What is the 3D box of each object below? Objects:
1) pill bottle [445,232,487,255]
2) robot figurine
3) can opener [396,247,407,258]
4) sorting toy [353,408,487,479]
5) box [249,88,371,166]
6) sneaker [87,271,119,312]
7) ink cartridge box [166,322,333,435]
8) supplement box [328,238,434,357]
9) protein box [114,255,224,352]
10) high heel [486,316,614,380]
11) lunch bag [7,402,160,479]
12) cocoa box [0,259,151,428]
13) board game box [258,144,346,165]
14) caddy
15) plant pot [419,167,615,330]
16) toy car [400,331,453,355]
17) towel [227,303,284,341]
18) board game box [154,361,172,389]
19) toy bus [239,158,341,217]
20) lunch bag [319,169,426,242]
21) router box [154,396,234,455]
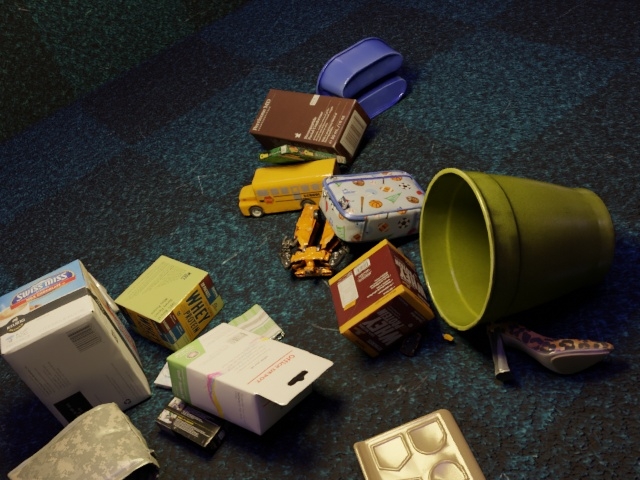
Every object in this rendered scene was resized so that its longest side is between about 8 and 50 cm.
[{"bbox_3d":[0.380,0.012,1.789,0.186,0.112,0.112,-19,40,1],"label":"pill bottle"},{"bbox_3d":[0.000,0.000,1.978,0.211,0.085,0.291,-3,42,19],"label":"robot figurine"},{"bbox_3d":[0.219,0.084,1.815,0.073,0.059,0.186,-11,41,12],"label":"can opener"},{"bbox_3d":[0.218,0.501,1.374,0.229,0.041,0.307,-18,40,-5],"label":"sorting toy"},{"bbox_3d":[-0.039,-0.395,2.351,0.381,0.143,0.191,14,74,36],"label":"box"},{"bbox_3d":[-0.698,0.177,2.080,0.094,0.080,0.212,-42,45,-8],"label":"sneaker"},{"bbox_3d":[-0.161,0.328,1.606,0.353,0.119,0.207,13,27,34],"label":"ink cartridge box"},{"bbox_3d":[0.145,0.142,1.673,0.191,0.129,0.194,-37,35,18],"label":"supplement box"},{"bbox_3d":[-0.421,0.176,1.913,0.201,0.136,0.200,16,51,36],"label":"protein box"},{"bbox_3d":[0.507,0.209,1.534,0.261,0.093,0.186,-13,41,16],"label":"high heel"},{"bbox_3d":[-0.513,0.533,1.532,0.287,0.169,0.235,-40,44,-15],"label":"lunch bag"},{"bbox_3d":[-0.619,0.272,1.724,0.231,0.347,0.228,-27,40,-9],"label":"cocoa box"},{"bbox_3d":[-0.055,-0.259,2.168,0.136,0.259,0.030,-6,82,44],"label":"board game box"},{"bbox_3d":[0.145,-0.574,2.440,0.341,0.241,0.179,-33,46,-16],"label":"caddy"},{"bbox_3d":[0.465,0.005,1.587,0.352,0.367,0.366,-5,38,-15],"label":"plant pot"},{"bbox_3d":[0.256,0.250,1.649,0.122,0.060,0.040,6,0,5],"label":"toy car"},{"bbox_3d":[-0.179,0.240,1.832,0.113,0.023,0.152,-32,42,-15],"label":"towel"},{"bbox_3d":[-0.377,0.350,1.792,0.090,0.020,0.090,6,46,27],"label":"board game box"},{"bbox_3d":[-0.101,-0.166,2.168,0.332,0.130,0.108,-6,42,16],"label":"toy bus"},{"bbox_3d":[0.148,-0.109,1.951,0.303,0.115,0.243,-5,40,-19],"label":"lunch bag"},{"bbox_3d":[-0.295,0.426,1.654,0.178,0.046,0.133,15,51,34],"label":"router box"}]
